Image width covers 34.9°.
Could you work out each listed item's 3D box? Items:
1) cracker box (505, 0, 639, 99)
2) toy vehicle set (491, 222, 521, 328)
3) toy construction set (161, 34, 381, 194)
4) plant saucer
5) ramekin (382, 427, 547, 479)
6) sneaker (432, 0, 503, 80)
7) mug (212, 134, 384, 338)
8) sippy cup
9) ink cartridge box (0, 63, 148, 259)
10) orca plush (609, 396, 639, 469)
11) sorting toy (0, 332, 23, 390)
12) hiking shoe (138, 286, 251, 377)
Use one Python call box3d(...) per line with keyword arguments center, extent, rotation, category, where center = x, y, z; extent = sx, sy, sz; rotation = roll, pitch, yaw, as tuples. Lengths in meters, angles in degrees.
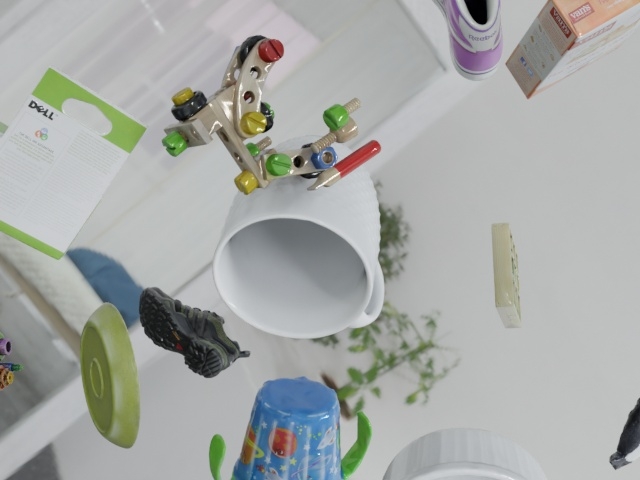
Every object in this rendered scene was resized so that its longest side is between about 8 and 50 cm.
box3d(center=(0.341, -0.276, 1.301), extent=(0.067, 0.155, 0.232), rotation=(59, -8, 8), category="cracker box")
box3d(center=(0.378, 0.076, 2.064), extent=(0.267, 0.035, 0.166), rotation=(43, 45, -71), category="toy vehicle set")
box3d(center=(-0.097, -0.149, 1.573), extent=(0.309, 0.237, 0.257), rotation=(28, -37, 39), category="toy construction set")
box3d(center=(-0.349, 0.222, 1.658), extent=(0.037, 0.241, 0.241), rotation=(-7, 57, -29), category="plant saucer")
box3d(center=(0.202, 0.397, 1.423), extent=(0.277, 0.277, 0.135), rotation=(51, 19, -15), category="ramekin")
box3d(center=(0.215, -0.396, 1.512), extent=(0.161, 0.102, 0.282), rotation=(73, 2, -62), category="sneaker")
box3d(center=(0.000, 0.000, 1.856), extent=(0.374, 0.276, 0.328), rotation=(50, 29, -27), category="mug")
box3d(center=(-0.055, 0.403, 2.043), extent=(0.240, 0.224, 0.305), rotation=(17, 23, 24), category="sippy cup")
box3d(center=(-0.414, -0.127, 1.555), extent=(0.189, 0.255, 0.097), rotation=(32, 7, -33), category="ink cartridge box")
box3d(center=(0.548, 0.238, 1.596), extent=(0.151, 0.287, 0.102), rotation=(26, 20, -39), category="orca plush")
box3d(center=(-0.501, 0.194, 1.617), extent=(0.061, 0.042, 0.102), rotation=(72, 18, -64), category="sorting toy")
box3d(center=(-0.235, 0.162, 1.855), extent=(0.227, 0.086, 0.114), rotation=(40, 29, 23), category="hiking shoe")
